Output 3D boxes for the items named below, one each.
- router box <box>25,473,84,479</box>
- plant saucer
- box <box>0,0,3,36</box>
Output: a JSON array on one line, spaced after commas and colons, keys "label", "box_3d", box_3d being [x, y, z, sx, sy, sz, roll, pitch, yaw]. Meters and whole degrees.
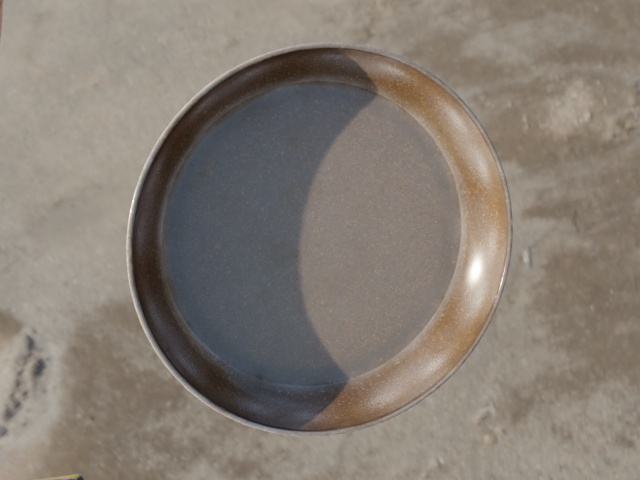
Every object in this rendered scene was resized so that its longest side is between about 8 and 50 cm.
[{"label": "router box", "box_3d": [-0.219, 0.363, 0.849, 0.081, 0.309, 0.243, -12, 10, 23]}, {"label": "plant saucer", "box_3d": [0.000, 0.000, 0.926, 0.310, 0.310, 0.050, -34, 18, -8]}, {"label": "box", "box_3d": [-0.474, -0.279, 1.428, 0.122, 0.128, 0.257, 9, 18, -4]}]
